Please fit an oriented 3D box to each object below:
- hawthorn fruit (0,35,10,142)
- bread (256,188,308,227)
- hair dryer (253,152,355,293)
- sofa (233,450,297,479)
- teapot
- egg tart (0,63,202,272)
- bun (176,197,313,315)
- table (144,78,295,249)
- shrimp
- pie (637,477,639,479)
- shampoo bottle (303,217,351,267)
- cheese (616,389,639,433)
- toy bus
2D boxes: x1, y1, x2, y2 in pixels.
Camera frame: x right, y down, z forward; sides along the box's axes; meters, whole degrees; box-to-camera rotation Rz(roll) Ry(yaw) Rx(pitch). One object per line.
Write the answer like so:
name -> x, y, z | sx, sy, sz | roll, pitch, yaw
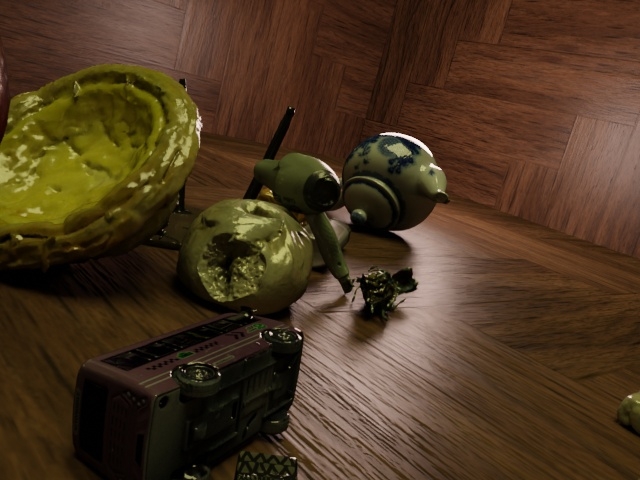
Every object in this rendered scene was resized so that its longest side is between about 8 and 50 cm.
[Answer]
hawthorn fruit -> -0.435, -0.110, 0.436 | 0.402, 0.403, 0.403 | 14, 13, -3
bread -> -0.063, -0.060, 1.226 | 0.113, 0.084, 0.211 | 21, 13, 14
hair dryer -> -0.030, -0.051, 0.907 | 0.088, 0.225, 0.219 | -31, 45, -15
sofa -> -0.032, 0.170, 0.312 | 0.039, 0.060, 0.118 | 7, 14, -7
teapot -> 0.157, -0.126, 1.482 | 0.423, 0.252, 0.280 | 1, 37, 44
egg tart -> -0.303, -0.080, 0.761 | 0.345, 0.133, 0.346 | -4, 50, 5
bun -> -0.096, 0.012, 0.779 | 0.178, 0.128, 0.193 | 16, 15, 0
table -> -0.192, -0.134, 1.018 | 0.317, 0.249, 0.317 | 14, 13, -3
shrimp -> 0.093, 0.081, 0.887 | 0.082, 0.076, 0.174 | 62, 24, 13
pie -> 0.396, 0.245, 0.444 | 0.337, 0.075, 0.337 | 15, 13, -3
shampoo bottle -> 0.000, 0.000, 1.098 | 0.086, 0.056, 0.227 | 13, 12, 10
cheese -> 0.432, 0.205, 0.739 | 0.193, 0.044, 0.064 | 0, 14, -43
toy bus -> -0.090, 0.110, 0.450 | 0.098, 0.087, 0.178 | 14, 13, 28
